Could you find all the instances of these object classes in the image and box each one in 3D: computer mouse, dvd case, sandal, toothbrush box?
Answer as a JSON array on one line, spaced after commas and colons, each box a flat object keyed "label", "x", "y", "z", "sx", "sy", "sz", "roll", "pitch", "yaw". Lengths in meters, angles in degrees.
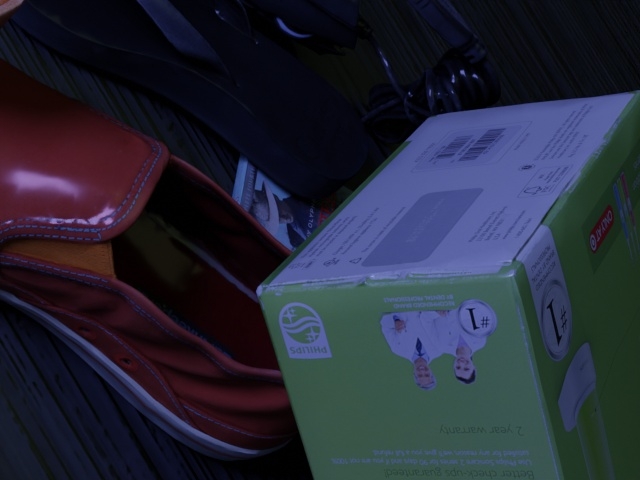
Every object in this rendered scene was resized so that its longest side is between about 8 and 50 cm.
[{"label": "computer mouse", "x": -0.013, "y": -0.147, "z": 0.834, "sx": 0.060, "sy": 0.184, "sz": 0.262, "roll": -43, "pitch": 103, "yaw": -14}, {"label": "dvd case", "x": 0.000, "y": 0.000, "z": 0.853, "sx": 0.119, "sy": 0.013, "sz": 0.087, "roll": 30, "pitch": 46, "yaw": -25}, {"label": "sandal", "x": -0.073, "y": -0.119, "z": 0.817, "sx": 0.254, "sy": 0.054, "sz": 0.097, "roll": 31, "pitch": 44, "yaw": -20}, {"label": "toothbrush box", "x": 0.100, "y": 0.099, "z": 0.714, "sx": 0.206, "sy": 0.122, "sz": 0.283, "roll": -46, "pitch": 124, "yaw": -53}]

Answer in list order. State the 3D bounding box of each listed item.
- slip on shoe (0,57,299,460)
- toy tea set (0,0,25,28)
[{"label": "slip on shoe", "x": -0.115, "y": -0.020, "z": 0.685, "sx": 0.331, "sy": 0.101, "sz": 0.123, "roll": 39, "pitch": 45, "yaw": -18}, {"label": "toy tea set", "x": -0.244, "y": -0.079, "z": 0.517, "sx": 0.200, "sy": 0.124, "sz": 0.336, "roll": 45, "pitch": 56, "yaw": -2}]
